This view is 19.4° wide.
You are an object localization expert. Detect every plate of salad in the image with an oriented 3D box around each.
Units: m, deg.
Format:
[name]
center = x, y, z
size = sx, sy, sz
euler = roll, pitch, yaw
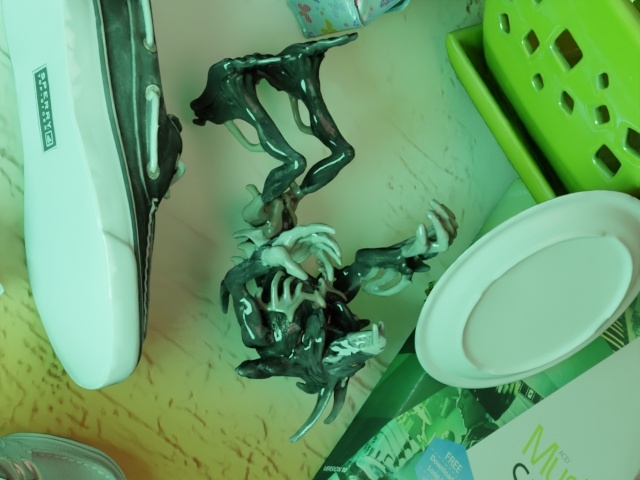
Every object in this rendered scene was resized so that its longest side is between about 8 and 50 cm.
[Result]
[plate of salad]
center = 0.154, 0.032, 1.363
size = 0.200, 0.200, 0.048
euler = 5, 41, -38

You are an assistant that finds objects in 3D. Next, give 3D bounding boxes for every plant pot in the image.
[plant pot]
center = 0.245, -0.137, 1.433
size = 0.228, 0.207, 0.227
euler = -17, 68, -38

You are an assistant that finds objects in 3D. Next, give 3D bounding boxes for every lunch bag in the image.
[lunch bag]
center = 0.030, -0.187, 1.382
size = 0.083, 0.071, 0.053
euler = -40, 110, -33

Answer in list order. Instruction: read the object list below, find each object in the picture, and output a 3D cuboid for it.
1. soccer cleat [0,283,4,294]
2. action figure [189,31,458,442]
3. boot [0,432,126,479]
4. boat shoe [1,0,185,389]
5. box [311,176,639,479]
[soccer cleat]
center = -0.225, 0.001, 1.196
size = 0.029, 0.035, 0.083
euler = -27, 105, -35
[action figure]
center = 0.000, 0.000, 1.310
size = 0.164, 0.141, 0.276
euler = -19, 98, -49
[boot]
center = -0.207, 0.165, 1.147
size = 0.258, 0.123, 0.095
euler = 3, 86, -38
[boat shoe]
center = -0.137, -0.056, 1.232
size = 0.102, 0.108, 0.301
euler = -6, 84, -37
[box]
center = 0.156, 0.141, 1.476
size = 0.232, 0.058, 0.322
euler = 49, 60, -25
